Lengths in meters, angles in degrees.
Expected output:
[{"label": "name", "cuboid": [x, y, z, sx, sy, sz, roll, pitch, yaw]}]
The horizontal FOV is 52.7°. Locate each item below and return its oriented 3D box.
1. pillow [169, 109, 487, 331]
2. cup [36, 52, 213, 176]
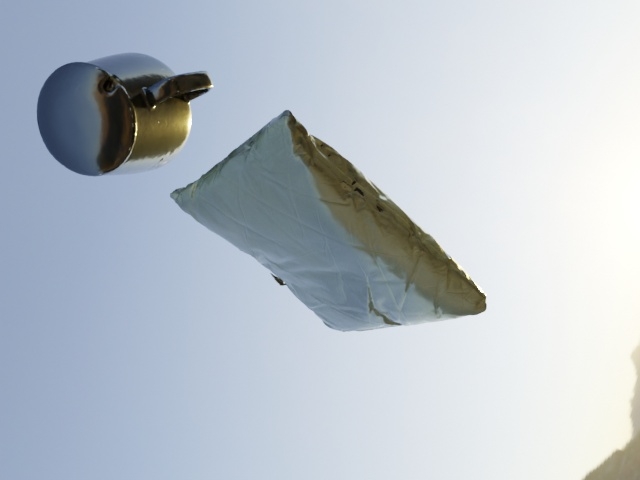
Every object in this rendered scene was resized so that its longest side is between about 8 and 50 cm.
[{"label": "pillow", "cuboid": [0.000, -0.001, 0.694, 0.281, 0.274, 0.076, 41, -118, -18]}, {"label": "cup", "cuboid": [-0.258, -0.180, 0.880, 0.169, 0.223, 0.176, 68, -158, -7]}]
